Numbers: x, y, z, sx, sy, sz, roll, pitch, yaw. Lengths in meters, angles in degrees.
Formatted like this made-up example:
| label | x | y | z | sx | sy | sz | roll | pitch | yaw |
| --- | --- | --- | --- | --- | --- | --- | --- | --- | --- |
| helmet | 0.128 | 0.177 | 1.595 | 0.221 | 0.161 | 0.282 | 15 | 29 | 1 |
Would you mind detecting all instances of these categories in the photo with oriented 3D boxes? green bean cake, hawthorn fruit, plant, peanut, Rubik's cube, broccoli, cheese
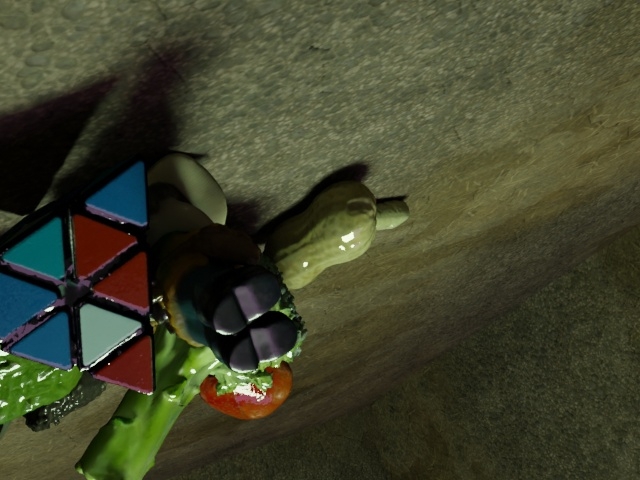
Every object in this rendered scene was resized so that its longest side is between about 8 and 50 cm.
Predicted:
| label | x | y | z | sx | sy | sz | roll | pitch | yaw |
| --- | --- | --- | --- | --- | --- | --- | --- | --- | --- |
| green bean cake | -0.404 | 0.126 | 1.384 | 0.222 | 0.125 | 0.248 | -19 | 143 | -39 |
| hawthorn fruit | -0.176 | 0.272 | 2.214 | 0.196 | 0.196 | 0.225 | -34 | 153 | 28 |
| plant | -0.463 | 0.239 | 1.774 | 0.203 | 0.142 | 0.131 | -26 | 177 | -30 |
| peanut | 0.000 | 0.000 | 1.712 | 0.123 | 0.123 | 0.256 | -8 | 157 | -47 |
| Rubik's cube | -0.223 | 0.057 | 1.167 | 0.250 | 0.234 | 0.284 | -31 | -169 | 15 |
| broccoli | -0.198 | 0.160 | 1.586 | 0.397 | 0.353 | 0.275 | -28 | -151 | -33 |
| cheese | 0.078 | -0.038 | 1.853 | 0.194 | 0.043 | 0.065 | -11 | 164 | -47 |

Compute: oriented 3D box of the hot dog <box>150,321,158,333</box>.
| label | x | y | z | sx | sy | sz | roll | pitch | yaw |
| --- | --- | --- | --- | --- | --- | --- | --- | --- | --- |
| hot dog | -0.256 | 0.111 | 1.817 | 0.066 | 0.047 | 0.216 | -31 | 171 | -39 |

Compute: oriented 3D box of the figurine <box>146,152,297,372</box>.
| label | x | y | z | sx | sy | sz | roll | pitch | yaw |
| --- | --- | --- | --- | --- | --- | --- | --- | --- | --- |
| figurine | -0.173 | 0.039 | 1.246 | 0.204 | 0.332 | 0.185 | -22 | 122 | -9 |
